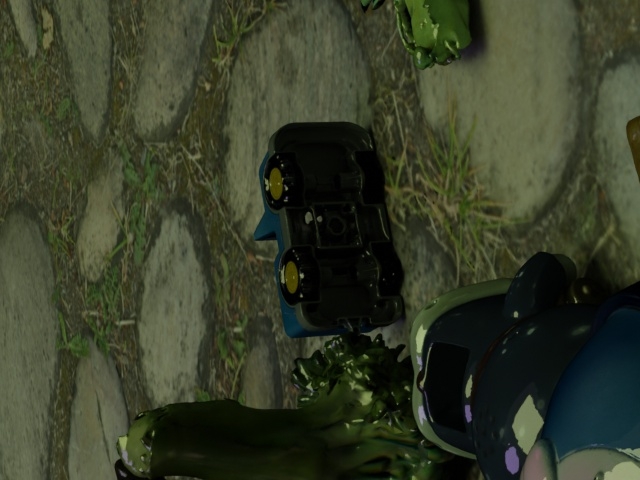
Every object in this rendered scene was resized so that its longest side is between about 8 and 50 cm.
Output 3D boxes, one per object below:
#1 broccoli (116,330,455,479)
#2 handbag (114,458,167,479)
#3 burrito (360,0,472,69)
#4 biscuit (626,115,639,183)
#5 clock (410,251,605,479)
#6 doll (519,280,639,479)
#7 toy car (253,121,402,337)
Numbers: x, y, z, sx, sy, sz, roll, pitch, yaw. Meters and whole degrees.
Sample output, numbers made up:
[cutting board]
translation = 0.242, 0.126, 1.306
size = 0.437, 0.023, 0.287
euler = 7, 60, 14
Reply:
[broccoli]
translation = -0.028, 0.188, 1.527
size = 0.177, 0.274, 0.199
euler = 46, 142, 49
[handbag]
translation = -0.113, 0.359, 1.802
size = 0.285, 0.113, 0.257
euler = 51, 160, 50
[burrito]
translation = 0.059, -0.254, 1.555
size = 0.104, 0.054, 0.288
euler = -51, 48, 53
[biscuit]
translation = 0.235, -0.056, 1.270
size = 0.083, 0.018, 0.081
euler = -38, 59, 58
[clock]
translation = 0.156, 0.115, 1.310
size = 0.243, 0.146, 0.200
euler = -157, 69, -68
[doll]
translation = 0.245, 0.159, 1.047
size = 0.310, 0.240, 0.284
euler = 54, 165, 26
[toy car]
translation = 0.000, 0.000, 1.643
size = 0.100, 0.097, 0.191
euler = -34, 62, 60
